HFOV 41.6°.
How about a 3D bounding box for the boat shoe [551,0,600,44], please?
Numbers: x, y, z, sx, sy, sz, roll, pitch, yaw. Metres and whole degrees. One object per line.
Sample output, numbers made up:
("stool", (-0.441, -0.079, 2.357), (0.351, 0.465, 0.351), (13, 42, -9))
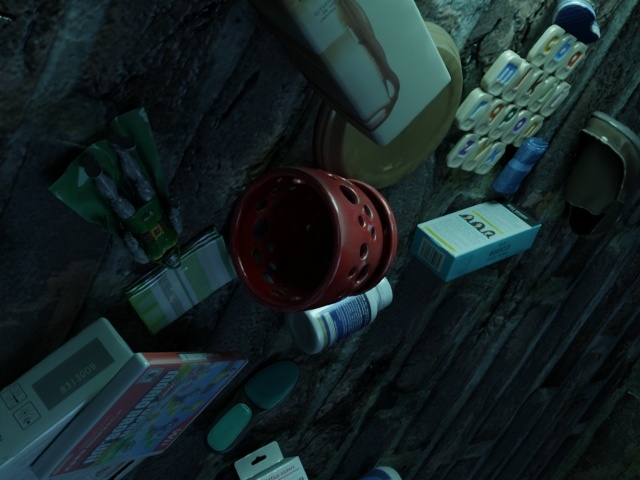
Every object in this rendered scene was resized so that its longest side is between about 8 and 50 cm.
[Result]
("boat shoe", (0.403, -0.366, 1.341), (0.183, 0.066, 0.066), (10, 73, -67))

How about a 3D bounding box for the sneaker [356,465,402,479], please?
("sneaker", (0.034, 0.654, 1.881), (0.236, 0.130, 0.323), (1, 128, -53))

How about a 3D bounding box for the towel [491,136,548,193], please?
("towel", (0.365, -0.136, 1.541), (0.067, 0.029, 0.119), (-5, 137, -50))

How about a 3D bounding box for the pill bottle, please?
("pill bottle", (0.033, 0.110, 1.377), (0.169, 0.094, 0.094), (-25, 140, -30))

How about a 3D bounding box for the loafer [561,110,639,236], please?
("loafer", (0.569, -0.113, 1.713), (0.130, 0.134, 0.366), (-41, 145, -11))

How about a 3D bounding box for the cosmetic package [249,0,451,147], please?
("cosmetic package", (0.020, -0.255, 0.956), (0.129, 0.153, 0.296), (-46, 145, 0))

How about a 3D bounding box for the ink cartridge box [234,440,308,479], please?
("ink cartridge box", (-0.073, 0.467, 1.538), (0.104, 0.180, 0.060), (-21, 176, -35))

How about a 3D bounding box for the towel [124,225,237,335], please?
("towel", (-0.185, 0.060, 1.151), (0.152, 0.023, 0.113), (-37, 144, -15))

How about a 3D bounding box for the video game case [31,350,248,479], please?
("video game case", (-0.227, 0.226, 1.125), (0.204, 0.025, 0.285), (-47, 161, 9))

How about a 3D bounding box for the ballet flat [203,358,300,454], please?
("ballet flat", (-0.117, 0.276, 1.410), (0.203, 0.074, 0.074), (-44, 146, -18))

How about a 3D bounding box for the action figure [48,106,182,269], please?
("action figure", (-0.212, -0.034, 1.000), (0.137, 0.063, 0.232), (-42, 149, -15))

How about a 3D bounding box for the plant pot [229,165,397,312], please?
("plant pot", (0.000, 0.000, 1.150), (0.174, 0.191, 0.191), (3, 122, -52))

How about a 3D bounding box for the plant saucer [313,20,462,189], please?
("plant saucer", (0.109, -0.182, 1.224), (0.277, 0.041, 0.278), (-28, 141, -26))

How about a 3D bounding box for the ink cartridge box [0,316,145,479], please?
("ink cartridge box", (-0.358, 0.286, 1.162), (0.308, 0.091, 0.385), (-38, 162, -15))

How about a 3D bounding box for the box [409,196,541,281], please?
("box", (0.284, -0.006, 1.536), (0.244, 0.100, 0.060), (-17, 136, -37))

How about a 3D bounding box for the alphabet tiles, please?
("alphabet tiles", (0.323, -0.228, 1.399), (0.284, 0.021, 0.278), (3, 130, -55))
